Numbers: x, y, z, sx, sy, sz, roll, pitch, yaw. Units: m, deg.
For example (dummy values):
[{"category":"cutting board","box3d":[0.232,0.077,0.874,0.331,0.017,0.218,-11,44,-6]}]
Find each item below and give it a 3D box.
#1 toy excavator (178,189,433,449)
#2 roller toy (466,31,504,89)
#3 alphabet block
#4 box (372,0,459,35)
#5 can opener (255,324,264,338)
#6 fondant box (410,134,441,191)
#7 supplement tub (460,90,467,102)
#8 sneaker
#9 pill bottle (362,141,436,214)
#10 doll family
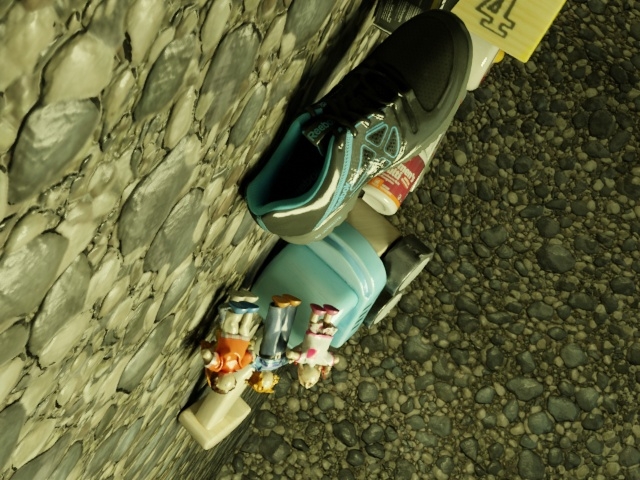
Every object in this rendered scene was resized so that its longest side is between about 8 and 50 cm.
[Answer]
[{"category":"toy excavator","box3d":[-0.063,0.152,1.242,0.445,0.222,0.433,-37,163,-31]},{"category":"roller toy","box3d":[0.332,-0.433,1.464,0.209,0.146,0.191,-60,173,12]},{"category":"alphabet block","box3d":[0.353,-0.477,1.210,0.192,0.197,0.193,-55,172,-24]},{"category":"box","box3d":[0.192,-0.426,0.812,0.257,0.079,0.322,-55,173,-35]},{"category":"can opener","box3d":[-0.064,0.129,1.503,0.280,0.093,0.074,-52,176,37]},{"category":"fondant box","box3d":[0.299,-0.309,1.893,0.330,0.096,0.238,-65,173,14]},{"category":"supplement tub","box3d":[0.252,-0.315,1.554,0.190,0.117,0.117,-53,171,-37]},{"category":"sneaker","box3d":[0.049,-0.132,0.792,0.341,0.125,0.140,-51,162,7]},{"category":"pill bottle","box3d":[0.186,-0.182,1.659,0.221,0.121,0.121,-57,173,-11]},{"category":"doll family","box3d":[-0.095,0.165,1.063,0.263,0.118,0.163,8,102,-42]}]
